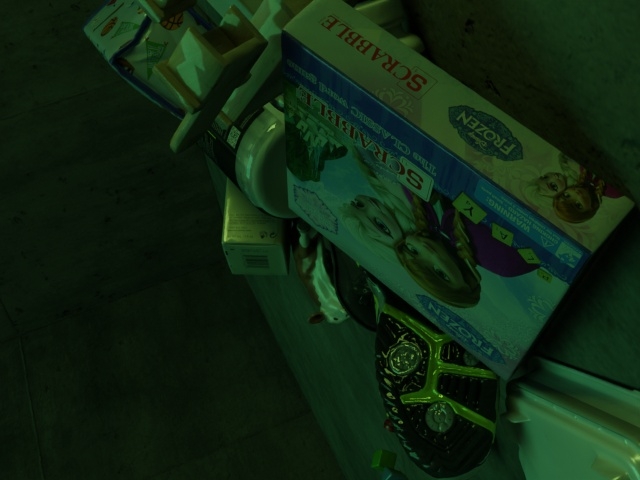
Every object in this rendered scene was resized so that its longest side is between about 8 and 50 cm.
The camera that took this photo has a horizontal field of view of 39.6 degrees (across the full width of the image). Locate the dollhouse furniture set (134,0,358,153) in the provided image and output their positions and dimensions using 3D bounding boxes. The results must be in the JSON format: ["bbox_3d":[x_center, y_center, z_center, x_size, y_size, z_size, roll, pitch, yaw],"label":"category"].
[{"bbox_3d":[-0.153,-0.298,0.872,0.355,0.303,0.174,47,139,1],"label":"dollhouse furniture set"}]

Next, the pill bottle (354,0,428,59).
[{"bbox_3d":[0.069,-0.169,0.970,0.108,0.108,0.180,-141,32,-70],"label":"pill bottle"}]

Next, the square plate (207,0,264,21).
[{"bbox_3d":[-0.141,-0.401,1.449,0.347,0.049,0.344,46,180,-24],"label":"square plate"}]

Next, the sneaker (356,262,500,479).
[{"bbox_3d":[0.140,0.110,1.072,0.147,0.145,0.384,54,-159,-49],"label":"sneaker"}]

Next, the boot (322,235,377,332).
[{"bbox_3d":[0.095,0.060,1.353,0.229,0.091,0.262,29,146,62],"label":"boot"}]

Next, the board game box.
[{"bbox_3d":[0.101,-0.033,0.849,0.319,0.066,0.318,39,159,17],"label":"board game box"}]

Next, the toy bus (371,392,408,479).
[{"bbox_3d":[0.170,0.263,1.304,0.191,0.104,0.202,-49,24,46],"label":"toy bus"}]

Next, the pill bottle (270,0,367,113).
[{"bbox_3d":[-0.002,-0.264,1.060,0.122,0.123,0.219,-121,28,-43],"label":"pill bottle"}]

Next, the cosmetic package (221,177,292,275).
[{"bbox_3d":[-0.109,-0.104,1.645,0.160,0.113,0.309,85,-173,-68],"label":"cosmetic package"}]

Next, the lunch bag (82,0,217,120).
[{"bbox_3d":[-0.279,-0.385,1.934,0.385,0.239,0.328,40,-174,-34],"label":"lunch bag"}]

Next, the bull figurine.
[{"bbox_3d":[0.000,0.000,1.563,0.310,0.101,0.188,-105,9,-48],"label":"bull figurine"}]

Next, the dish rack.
[{"bbox_3d":[0.280,0.271,0.861,0.333,0.072,0.285,-168,57,-79],"label":"dish rack"}]

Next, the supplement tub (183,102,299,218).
[{"bbox_3d":[-0.097,-0.185,1.445,0.316,0.194,0.193,45,155,45],"label":"supplement tub"}]
